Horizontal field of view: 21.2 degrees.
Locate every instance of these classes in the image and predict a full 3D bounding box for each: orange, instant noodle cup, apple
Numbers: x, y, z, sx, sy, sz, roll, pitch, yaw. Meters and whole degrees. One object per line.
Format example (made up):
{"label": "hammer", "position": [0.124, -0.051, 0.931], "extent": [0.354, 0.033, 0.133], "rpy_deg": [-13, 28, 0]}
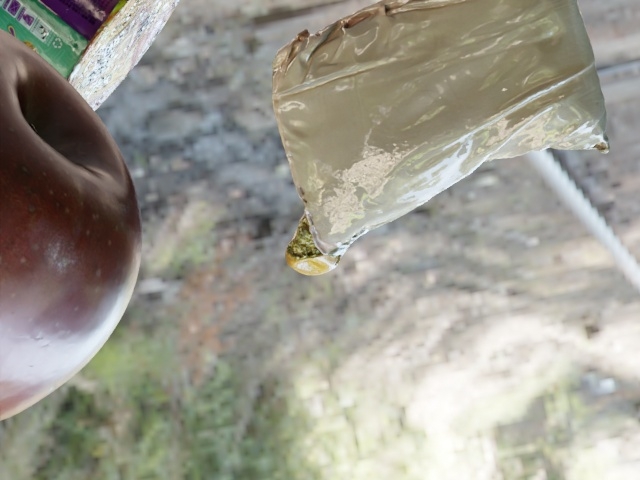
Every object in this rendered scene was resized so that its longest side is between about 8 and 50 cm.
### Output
{"label": "orange", "position": [0.000, 0.000, 1.880], "extent": [0.062, 0.086, 0.086], "rpy_deg": [28, 164, -2]}
{"label": "instant noodle cup", "position": [-0.276, -0.261, 1.773], "extent": [0.251, 0.190, 0.251], "rpy_deg": [-53, 178, -2]}
{"label": "apple", "position": [-0.205, -0.009, 0.884], "extent": [0.201, 0.218, 0.218], "rpy_deg": [-44, 157, 16]}

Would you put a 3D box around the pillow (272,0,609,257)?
{"label": "pillow", "position": [0.088, -0.106, 1.265], "extent": [0.270, 0.173, 0.067], "rpy_deg": [-20, -177, 24]}
